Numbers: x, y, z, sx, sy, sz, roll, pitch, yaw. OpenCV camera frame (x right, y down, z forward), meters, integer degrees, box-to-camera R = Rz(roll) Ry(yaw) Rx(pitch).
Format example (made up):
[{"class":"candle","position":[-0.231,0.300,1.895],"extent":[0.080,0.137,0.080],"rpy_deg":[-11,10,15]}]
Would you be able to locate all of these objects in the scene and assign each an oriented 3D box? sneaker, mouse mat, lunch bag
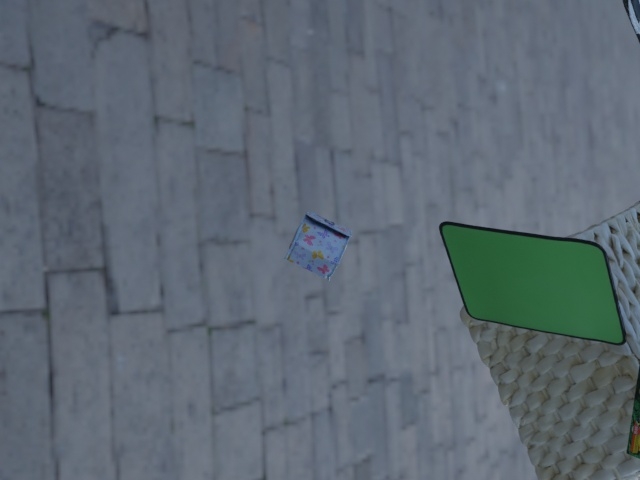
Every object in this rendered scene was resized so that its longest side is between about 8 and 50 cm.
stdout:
[{"class":"sneaker","position":[0.387,-0.256,1.716],"extent":[0.109,0.044,0.040],"rpy_deg":[53,23,-36]},{"class":"mouse mat","position":[0.222,0.045,1.533],"extent":[0.007,0.190,0.152],"rpy_deg":[-57,141,-35]},{"class":"lunch bag","position":[0.000,0.000,1.946],"extent":[0.053,0.071,0.083],"rpy_deg":[-62,-179,44]}]

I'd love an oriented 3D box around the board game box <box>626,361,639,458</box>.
[{"class":"board game box","position":[0.390,0.100,1.575],"extent":[0.136,0.030,0.259],"rpy_deg":[-3,103,-47]}]

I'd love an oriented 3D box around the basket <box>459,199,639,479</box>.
[{"class":"basket","position":[0.403,0.133,1.908],"extent":[0.328,0.266,0.331],"rpy_deg":[64,-28,8]}]
